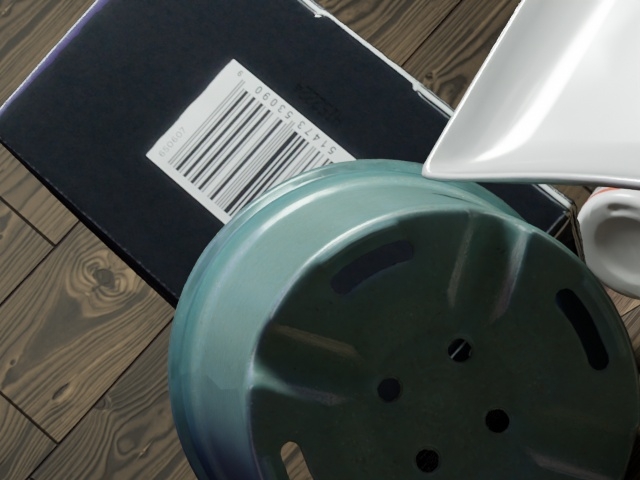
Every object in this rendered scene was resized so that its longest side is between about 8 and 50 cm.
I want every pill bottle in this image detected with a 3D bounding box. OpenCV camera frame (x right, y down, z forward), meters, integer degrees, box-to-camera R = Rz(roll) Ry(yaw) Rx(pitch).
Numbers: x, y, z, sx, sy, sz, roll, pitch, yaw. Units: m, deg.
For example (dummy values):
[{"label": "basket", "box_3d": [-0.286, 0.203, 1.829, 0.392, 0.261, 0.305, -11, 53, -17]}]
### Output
[{"label": "pill bottle", "box_3d": [0.347, -0.049, 1.654, 0.221, 0.124, 0.124, -45, -6, -40]}]

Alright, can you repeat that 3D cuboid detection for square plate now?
[{"label": "square plate", "box_3d": [0.260, -0.162, 1.114, 0.347, 0.049, 0.344, 8, 62, 57]}]

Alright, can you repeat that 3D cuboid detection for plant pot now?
[{"label": "plant pot", "box_3d": [0.061, 0.105, 1.216, 0.341, 0.341, 0.334, -49, 4, -3]}]

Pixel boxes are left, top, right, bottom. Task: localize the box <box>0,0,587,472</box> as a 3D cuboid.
[{"label": "box", "box_3d": [0.000, 0.000, 1.684, 0.297, 0.480, 0.472, -48, -20, -4]}]
